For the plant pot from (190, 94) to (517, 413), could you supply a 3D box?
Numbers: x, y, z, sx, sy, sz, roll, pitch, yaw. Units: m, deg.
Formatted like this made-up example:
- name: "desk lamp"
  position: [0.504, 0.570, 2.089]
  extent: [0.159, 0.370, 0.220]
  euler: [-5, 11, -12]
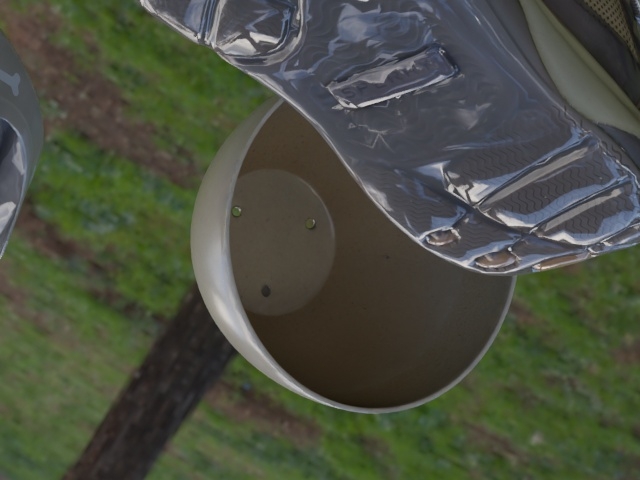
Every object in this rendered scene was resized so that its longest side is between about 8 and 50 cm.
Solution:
- name: "plant pot"
  position: [0.000, 0.000, 1.245]
  extent: [0.284, 0.284, 0.191]
  euler: [40, 159, -25]

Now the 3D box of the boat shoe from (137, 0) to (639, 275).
- name: "boat shoe"
  position: [0.011, -0.128, 0.514]
  extent: [0.132, 0.130, 0.355]
  euler: [-12, 137, 33]

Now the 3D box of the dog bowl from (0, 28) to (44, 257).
- name: "dog bowl"
  position: [-0.379, -0.113, 1.161]
  extent: [0.349, 0.102, 0.348]
  euler: [18, 141, 15]
